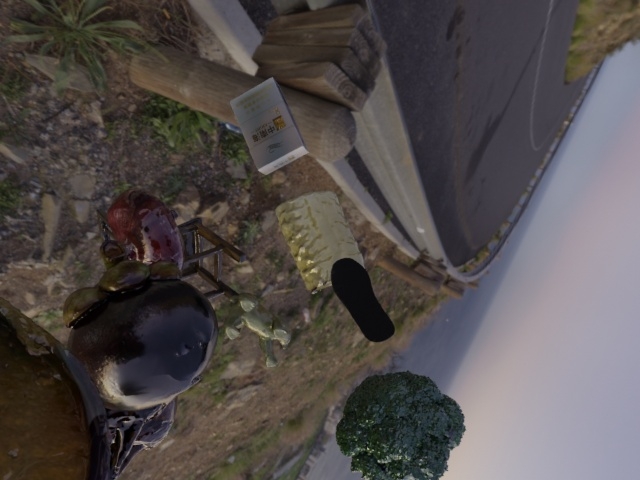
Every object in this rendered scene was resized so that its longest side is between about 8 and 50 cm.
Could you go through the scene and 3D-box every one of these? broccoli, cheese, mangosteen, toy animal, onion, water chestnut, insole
[{"bbox_3d":[0.169,0.406,0.877,0.270,0.270,0.269,-35,121,-47],"label":"broccoli"},{"bbox_3d":[0.000,0.000,0.763,0.123,0.167,0.094,-18,168,-22],"label":"cheese"},{"bbox_3d":[-0.250,0.113,0.579,0.194,0.230,0.194,-29,-177,2],"label":"mangosteen"},{"bbox_3d":[-0.130,0.191,0.958,0.103,0.101,0.219,-41,115,9],"label":"toy animal"},{"bbox_3d":[-0.344,-0.010,0.863,0.205,0.099,0.151,63,29,-15],"label":"onion"},{"bbox_3d":[-0.437,0.345,0.875,0.244,0.290,0.288,-93,-159,-74],"label":"water chestnut"},{"bbox_3d":[0.050,0.070,0.538,0.053,0.152,0.002,-20,130,-10],"label":"insole"}]

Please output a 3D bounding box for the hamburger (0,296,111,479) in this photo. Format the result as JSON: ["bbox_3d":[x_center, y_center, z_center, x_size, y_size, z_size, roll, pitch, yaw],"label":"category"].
[{"bbox_3d":[-0.286,0.160,0.223,0.318,0.277,0.195,-5,124,-34],"label":"hamburger"}]

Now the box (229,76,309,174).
[{"bbox_3d":[-0.151,-0.335,1.251,0.155,0.242,0.067,-27,167,12],"label":"box"}]

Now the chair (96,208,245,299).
[{"bbox_3d":[-0.447,0.045,1.264,0.241,0.416,0.202,-24,138,-39],"label":"chair"}]
